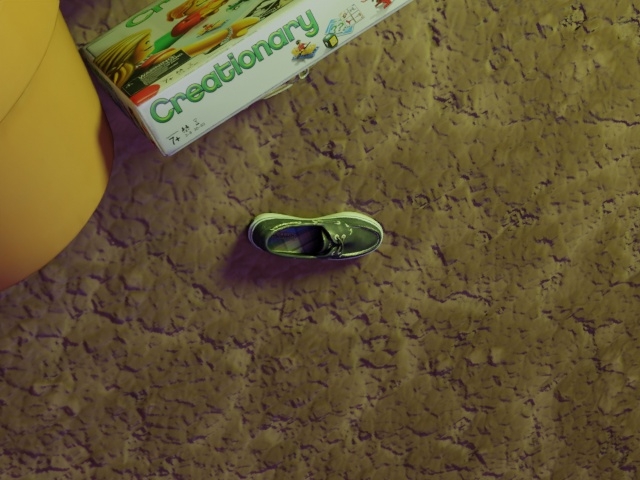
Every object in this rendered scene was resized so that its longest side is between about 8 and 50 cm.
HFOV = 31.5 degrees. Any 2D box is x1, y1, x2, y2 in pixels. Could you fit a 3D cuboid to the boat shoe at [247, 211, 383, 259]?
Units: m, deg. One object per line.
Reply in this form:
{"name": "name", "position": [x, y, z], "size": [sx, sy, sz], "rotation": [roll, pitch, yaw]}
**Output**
{"name": "boat shoe", "position": [0.000, 0.000, 1.100], "size": [0.142, 0.040, 0.049], "rotation": [1, 110, -24]}

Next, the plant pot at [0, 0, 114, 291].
{"name": "plant pot", "position": [-0.283, -0.090, 0.815], "size": [0.291, 0.291, 0.203], "rotation": [-40, 137, -5]}

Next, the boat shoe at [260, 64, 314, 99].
{"name": "boat shoe", "position": [-0.053, -0.150, 1.011], "size": [0.153, 0.048, 0.056], "rotation": [-26, 119, -12]}

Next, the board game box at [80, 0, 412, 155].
{"name": "board game box", "position": [-0.034, -0.194, 0.917], "size": [0.305, 0.193, 0.053], "rotation": [-34, 121, -9]}
